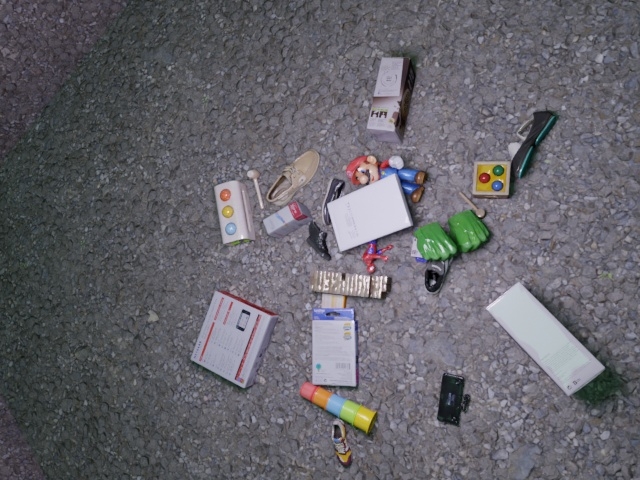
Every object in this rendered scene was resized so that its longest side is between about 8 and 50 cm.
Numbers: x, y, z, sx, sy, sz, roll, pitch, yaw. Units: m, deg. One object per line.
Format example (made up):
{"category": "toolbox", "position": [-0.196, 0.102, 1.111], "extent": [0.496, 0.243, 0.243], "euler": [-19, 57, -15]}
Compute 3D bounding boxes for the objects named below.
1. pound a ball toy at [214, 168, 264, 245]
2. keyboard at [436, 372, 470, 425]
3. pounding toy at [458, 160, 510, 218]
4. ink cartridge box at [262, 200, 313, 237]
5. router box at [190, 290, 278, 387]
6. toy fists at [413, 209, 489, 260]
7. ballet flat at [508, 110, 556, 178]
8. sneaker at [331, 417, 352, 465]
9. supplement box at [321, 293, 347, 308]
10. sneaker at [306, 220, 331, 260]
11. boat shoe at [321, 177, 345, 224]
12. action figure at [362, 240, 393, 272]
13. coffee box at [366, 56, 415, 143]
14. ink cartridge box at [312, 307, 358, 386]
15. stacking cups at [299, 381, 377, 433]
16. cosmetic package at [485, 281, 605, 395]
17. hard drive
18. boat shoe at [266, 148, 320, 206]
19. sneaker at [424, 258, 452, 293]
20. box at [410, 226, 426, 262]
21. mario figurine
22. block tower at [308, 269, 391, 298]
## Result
{"category": "pound a ball toy", "position": [-0.362, -0.154, 2.095], "extent": [0.208, 0.136, 0.318], "euler": [-14, 79, 18]}
{"category": "keyboard", "position": [0.502, 0.596, 1.749], "extent": [0.108, 0.023, 0.180], "euler": [7, 87, 27]}
{"category": "pounding toy", "position": [0.614, -0.190, 1.763], "extent": [0.181, 0.094, 0.205], "euler": [4, 84, 20]}
{"category": "ink cartridge box", "position": [-0.141, -0.088, 2.009], "extent": [0.175, 0.127, 0.072], "euler": [-28, 74, 15]}
{"category": "router box", "position": [-0.381, 0.428, 2.060], "extent": [0.301, 0.082, 0.335], "euler": [21, 91, 21]}
{"category": "toy fists", "position": [0.490, -0.005, 1.740], "extent": [0.280, 0.096, 0.142], "euler": [-19, 61, -13]}
{"category": "ballet flat", "position": [0.765, -0.359, 1.737], "extent": [0.096, 0.095, 0.280], "euler": [30, 84, 31]}
{"category": "sneaker", "position": [0.076, 0.802, 1.847], "extent": [0.070, 0.084, 0.185], "euler": [-16, 78, 18]}
{"category": "supplement box", "position": [0.057, 0.255, 1.945], "extent": [0.099, 0.036, 0.062], "euler": [4, 85, 20]}
{"category": "sneaker", "position": [0.001, 0.000, 1.988], "extent": [0.170, 0.051, 0.089], "euler": [43, 103, 23]}
{"category": "boat shoe", "position": [0.056, -0.163, 1.976], "extent": [0.065, 0.075, 0.205], "euler": [9, 82, 24]}
{"category": "action figure", "position": [0.241, -0.006, 1.877], "extent": [0.139, 0.092, 0.280], "euler": [4, 85, 30]}
{"category": "coffee box", "position": [0.290, -0.562, 1.887], "extent": [0.119, 0.168, 0.296], "euler": [11, 88, 21]}
{"category": "ink cartridge box", "position": [0.060, 0.431, 1.910], "extent": [0.186, 0.065, 0.310], "euler": [-3, 85, 20]}
{"category": "stacking cups", "position": [0.068, 0.652, 1.869], "extent": [0.317, 0.096, 0.095], "euler": [22, 91, 24]}
{"category": "cosmetic package", "position": [0.751, 0.325, 1.599], "extent": [0.155, 0.197, 0.365], "euler": [-43, 73, 11]}
{"category": "hard drive", "position": [0.189, -0.104, 1.837], "extent": [0.319, 0.040, 0.210], "euler": [-22, 78, 32]}
{"category": "boat shoe", "position": [-0.121, -0.277, 2.040], "extent": [0.302, 0.098, 0.109], "euler": [-47, 71, 9]}
{"category": "sneaker", "position": [0.451, 0.093, 1.782], "extent": [0.078, 0.106, 0.234], "euler": [18, 90, 20]}
{"category": "box", "position": [0.399, 0.016, 1.832], "extent": [0.081, 0.028, 0.136], "euler": [5, 82, 55]}
{"category": "mario figurine", "position": [0.247, -0.238, 1.866], "extent": [0.321, 0.170, 0.197], "euler": [16, 91, 20]}
{"category": "block tower", "position": [0.112, 0.178, 1.904], "extent": [0.336, 0.097, 0.090], "euler": [3, 84, 22]}
